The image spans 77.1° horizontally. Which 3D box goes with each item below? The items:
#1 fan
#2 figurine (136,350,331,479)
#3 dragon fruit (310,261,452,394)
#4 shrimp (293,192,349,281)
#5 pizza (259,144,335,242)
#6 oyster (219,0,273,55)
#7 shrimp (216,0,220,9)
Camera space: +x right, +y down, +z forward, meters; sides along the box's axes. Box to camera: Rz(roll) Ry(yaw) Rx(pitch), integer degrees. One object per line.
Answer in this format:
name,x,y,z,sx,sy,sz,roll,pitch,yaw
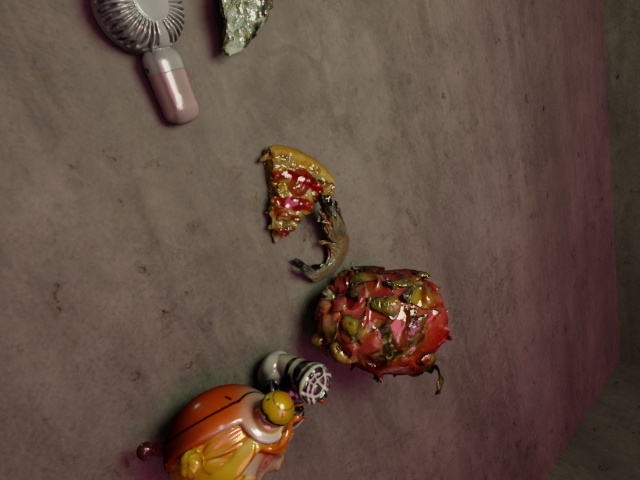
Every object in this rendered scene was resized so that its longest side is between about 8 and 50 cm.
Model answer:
fan,-0.263,-0.308,0.641,0.130,0.074,0.244,-37,123,-39
figurine,-0.145,0.350,0.748,0.323,0.196,0.320,-29,153,-41
dragon fruit,0.120,0.183,0.888,0.291,0.250,0.269,-5,93,-21
shrimp,0.000,0.000,0.873,0.152,0.046,0.219,-39,139,-25
pizza,-0.055,-0.087,0.832,0.188,0.062,0.198,18,88,-35
oyster,-0.130,-0.413,0.699,0.125,0.064,0.177,-27,136,-54
shrimp,-0.195,-0.503,0.660,0.090,0.079,0.232,-5,117,8
